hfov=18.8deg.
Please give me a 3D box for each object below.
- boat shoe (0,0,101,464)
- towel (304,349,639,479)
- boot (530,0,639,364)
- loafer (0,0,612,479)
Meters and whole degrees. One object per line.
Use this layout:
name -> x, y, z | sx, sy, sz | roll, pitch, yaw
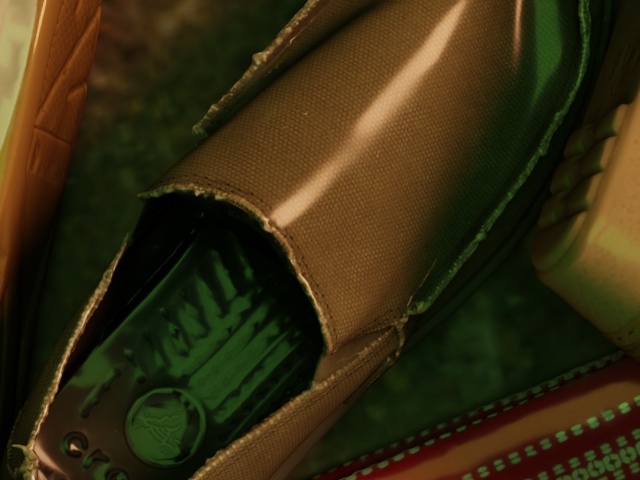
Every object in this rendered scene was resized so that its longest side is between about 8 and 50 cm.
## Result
boat shoe -> -0.138, 0.032, 0.561 | 0.096, 0.098, 0.277 | 12, 81, 5
towel -> 0.100, 0.176, 0.571 | 0.199, 0.031, 0.274 | -23, 88, 3
boot -> 0.188, -0.043, 0.553 | 0.207, 0.090, 0.248 | 27, 79, -12
loafer -> 0.000, 0.000, 0.542 | 0.094, 0.087, 0.251 | 34, 83, 4
